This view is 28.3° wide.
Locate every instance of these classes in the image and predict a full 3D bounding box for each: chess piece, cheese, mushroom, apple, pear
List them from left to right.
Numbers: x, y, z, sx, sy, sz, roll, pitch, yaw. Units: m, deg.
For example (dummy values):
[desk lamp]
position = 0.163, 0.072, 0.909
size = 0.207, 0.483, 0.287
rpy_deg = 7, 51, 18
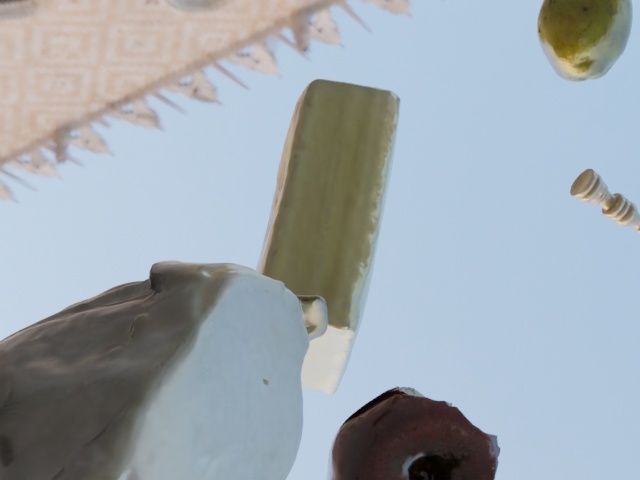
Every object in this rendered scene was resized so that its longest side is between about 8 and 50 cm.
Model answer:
[mushroom]
position = -0.138, 0.125, 0.473
size = 0.351, 0.097, 0.109
rpy_deg = -39, -130, 26
[cheese]
position = 0.000, 0.000, 1.336
size = 0.124, 0.242, 0.265
rpy_deg = 13, -114, -4
[apple]
position = 0.073, 0.206, 1.058
size = 0.147, 0.158, 0.156
rpy_deg = -26, -103, -10
[pear]
position = 0.289, -0.240, 1.387
size = 0.107, 0.107, 0.131
rpy_deg = 8, -81, 35
[chess piece]
position = 0.303, -0.035, 1.305
size = 0.035, 0.092, 0.035
rpy_deg = -50, -164, 20
